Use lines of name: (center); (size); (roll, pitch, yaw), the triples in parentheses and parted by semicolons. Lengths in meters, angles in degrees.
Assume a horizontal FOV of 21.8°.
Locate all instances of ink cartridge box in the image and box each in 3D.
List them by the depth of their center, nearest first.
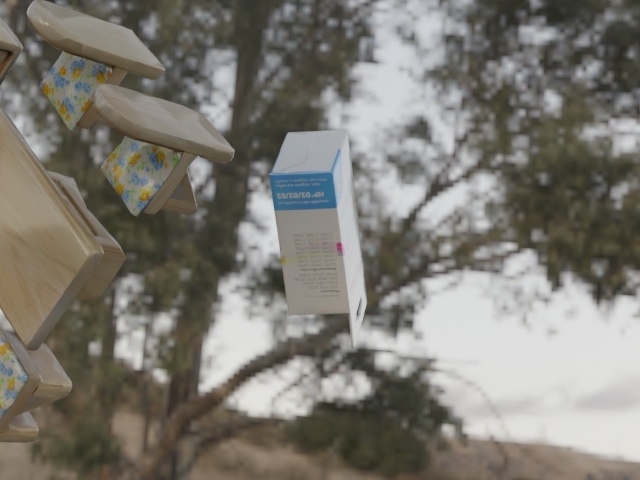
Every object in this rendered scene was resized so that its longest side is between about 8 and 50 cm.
ink cartridge box: (0.000, 0.000, 1.550); (0.061, 0.181, 0.104); (-2, 25, 11)

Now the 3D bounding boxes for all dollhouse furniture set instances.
dollhouse furniture set: (-0.352, -0.076, 1.549); (0.256, 0.362, 0.394); (12, 31, -50)
